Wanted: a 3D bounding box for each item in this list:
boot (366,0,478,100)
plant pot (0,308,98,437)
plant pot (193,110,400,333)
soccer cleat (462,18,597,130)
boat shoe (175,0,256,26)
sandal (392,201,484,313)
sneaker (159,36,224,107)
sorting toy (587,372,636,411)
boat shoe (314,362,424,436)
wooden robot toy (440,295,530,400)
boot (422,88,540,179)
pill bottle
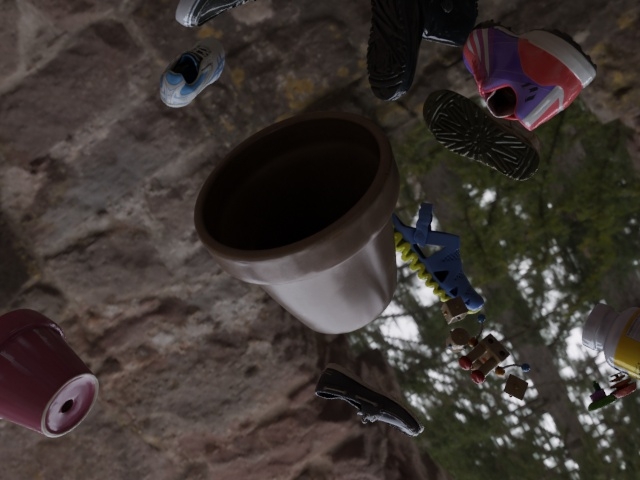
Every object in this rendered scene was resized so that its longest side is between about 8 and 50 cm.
[{"bbox_3d":[0.181,-0.350,1.346,0.207,0.247,0.094,1,177,-38],"label":"boot"},{"bbox_3d":[-0.504,0.249,1.417,0.180,0.201,0.201,27,-127,23],"label":"plant pot"},{"bbox_3d":[0.000,0.000,1.040,0.262,0.229,0.263,-15,-139,14],"label":"plant pot"},{"bbox_3d":[0.252,-0.227,1.096,0.116,0.108,0.318,-49,-160,5],"label":"soccer cleat"},{"bbox_3d":[-0.061,-0.220,0.655,0.142,0.040,0.049,-49,175,-21],"label":"boat shoe"},{"bbox_3d":[0.273,0.034,1.841,0.138,0.317,0.126,-42,180,9],"label":"sandal"},{"bbox_3d":[-0.249,-0.354,1.600,0.086,0.085,0.237,-62,-178,43],"label":"sneaker"},{"bbox_3d":[0.488,0.254,1.356,0.101,0.042,0.061,-20,165,-23],"label":"sorting toy"},{"bbox_3d":[0.083,0.297,1.410,0.206,0.075,0.065,30,-121,16],"label":"boat shoe"},{"bbox_3d":[0.225,0.169,1.152,0.076,0.173,0.079,-33,162,-22],"label":"wooden robot toy"},{"bbox_3d":[0.302,-0.203,1.468,0.089,0.236,0.269,-53,179,21],"label":"boot"},{"bbox_3d":[0.497,0.163,1.203,0.184,0.103,0.103,24,-124,38],"label":"pill bottle"}]
